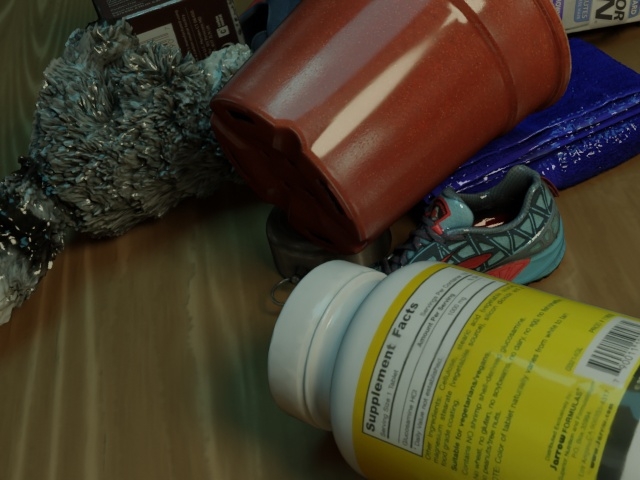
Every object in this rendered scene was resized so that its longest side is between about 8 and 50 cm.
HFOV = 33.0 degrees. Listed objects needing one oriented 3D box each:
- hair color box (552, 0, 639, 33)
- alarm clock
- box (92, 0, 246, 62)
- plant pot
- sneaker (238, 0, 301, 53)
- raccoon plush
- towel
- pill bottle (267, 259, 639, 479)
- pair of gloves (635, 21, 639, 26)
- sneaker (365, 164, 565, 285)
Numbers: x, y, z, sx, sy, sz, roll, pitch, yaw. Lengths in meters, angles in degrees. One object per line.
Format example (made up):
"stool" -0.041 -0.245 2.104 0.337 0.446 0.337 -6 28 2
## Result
"hair color box" 0.403 -0.376 1.335 0.339 0.185 0.110 -13 39 -11
"alarm clock" 0.000 0.000 1.135 0.129 0.064 0.192 8 46 26
"box" -0.205 -0.285 1.461 0.167 0.168 0.203 -21 39 -7
"plant pot" 0.053 -0.144 1.049 0.265 0.272 0.272 -46 47 -17
"sneaker" 0.005 -0.242 1.390 0.148 0.131 0.350 -34 36 -13
"raccoon plush" -0.167 -0.048 1.202 0.299 0.216 0.446 15 70 16
"towel" 0.215 -0.134 1.217 0.308 0.076 0.227 -22 40 -10
"pill bottle" 0.131 0.124 0.835 0.334 0.187 0.188 17 48 34
"pair of gloves" 0.447 -0.275 1.372 0.074 0.010 0.083 -17 35 -1
"sneaker" 0.110 0.003 1.040 0.262 0.125 0.104 -25 40 -14
